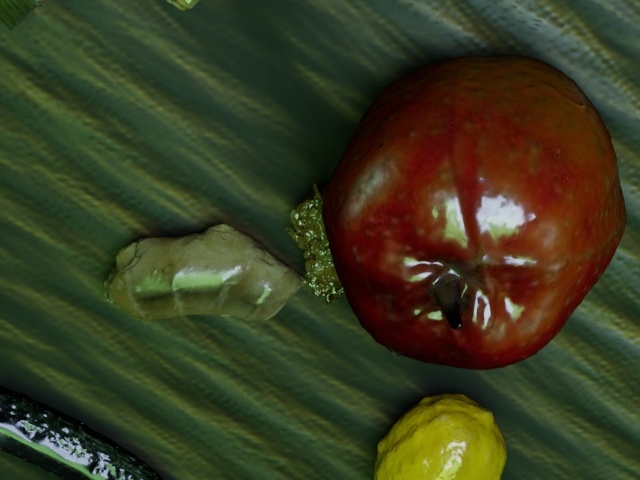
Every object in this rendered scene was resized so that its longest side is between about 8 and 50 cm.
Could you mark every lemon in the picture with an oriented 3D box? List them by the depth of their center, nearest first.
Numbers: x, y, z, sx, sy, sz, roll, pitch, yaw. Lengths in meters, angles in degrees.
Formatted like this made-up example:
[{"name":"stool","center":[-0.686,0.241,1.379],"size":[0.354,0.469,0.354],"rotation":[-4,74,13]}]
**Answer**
[{"name":"lemon","center":[0.109,0.212,1.307],"size":[0.114,0.114,0.155],"rotation":[35,110,-13]}]

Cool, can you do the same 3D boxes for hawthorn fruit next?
[{"name":"hawthorn fruit","center":[0.126,-0.008,1.106],"size":[0.254,0.300,0.254],"rotation":[2,116,3]}]

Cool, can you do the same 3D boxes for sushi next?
[{"name":"sushi","center":[0.004,-0.001,1.243],"size":[0.061,0.060,0.118],"rotation":[-17,112,14]}]

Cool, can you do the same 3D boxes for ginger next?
[{"name":"ginger","center":[-0.108,0.035,1.258],"size":[0.190,0.069,0.095],"rotation":[-3,140,2]}]

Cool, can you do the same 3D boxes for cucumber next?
[{"name":"cucumber","center":[-0.239,0.208,1.345],"size":[0.245,0.067,0.067],"rotation":[28,112,-13]}]

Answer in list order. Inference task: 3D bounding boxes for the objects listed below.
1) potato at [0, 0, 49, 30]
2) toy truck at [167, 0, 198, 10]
[{"name":"potato","center":[-0.178,-0.292,1.076],"size":[0.255,0.269,0.112],"rotation":[-45,108,-10]},{"name":"toy truck","center":[-0.084,-0.245,1.133],"size":[0.123,0.063,0.052],"rotation":[-40,107,17]}]
